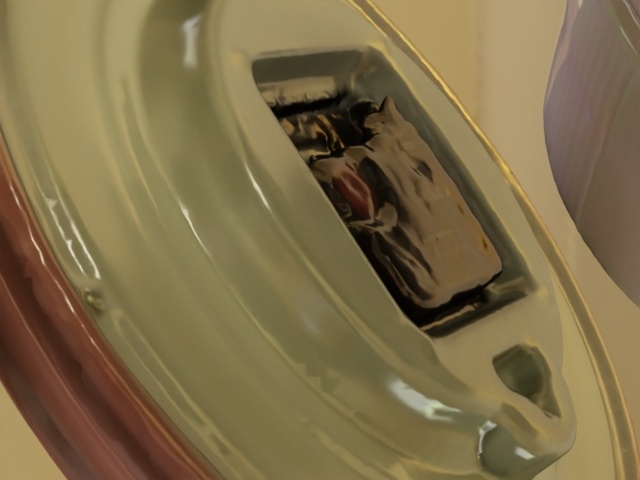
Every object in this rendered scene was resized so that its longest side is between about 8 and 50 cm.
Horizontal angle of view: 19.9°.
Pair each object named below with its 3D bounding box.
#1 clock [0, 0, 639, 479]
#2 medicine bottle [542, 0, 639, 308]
[{"bbox_3d":[0.001,-0.001,0.453,0.056,0.244,0.244,-34,-105,26],"label":"clock"},{"bbox_3d":[0.166,-0.143,0.331,0.213,0.213,0.378,48,-30,28],"label":"medicine bottle"}]
